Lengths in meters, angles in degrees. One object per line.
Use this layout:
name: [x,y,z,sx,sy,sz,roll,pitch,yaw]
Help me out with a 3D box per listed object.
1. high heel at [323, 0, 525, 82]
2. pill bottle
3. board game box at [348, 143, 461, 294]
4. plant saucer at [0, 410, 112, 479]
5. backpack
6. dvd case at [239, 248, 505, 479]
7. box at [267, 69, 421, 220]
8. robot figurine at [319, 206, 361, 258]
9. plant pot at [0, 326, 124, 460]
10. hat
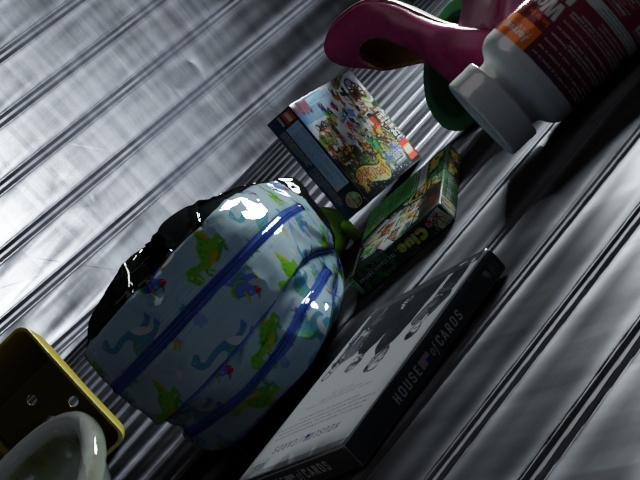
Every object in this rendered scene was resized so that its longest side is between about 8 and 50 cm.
high heel: [0.120,-0.224,1.902,0.377,0.127,0.181,-10,71,56]
pill bottle: [0.247,-0.201,1.529,0.221,0.121,0.121,-43,8,3]
board game box: [0.102,-0.029,1.690,0.136,0.030,0.260,-43,8,18]
plant saucer: [-0.275,0.337,1.237,0.400,0.100,0.400,-45,20,22]
backpack: [-0.108,0.073,1.532,0.290,0.273,0.355,-41,-13,4]
dvd case: [0.043,0.116,1.240,0.239,0.029,0.179,-50,11,-35]
box: [0.036,-0.130,1.937,0.044,0.159,0.233,-40,1,27]
robot figurine: [0.000,0.000,1.885,0.101,0.067,0.115,-9,24,22]
plant pot: [-0.404,0.265,2.080,0.212,0.212,0.187,-43,-5,1]
hat: [0.263,-0.245,1.981,0.173,0.183,0.209,59,139,44]
